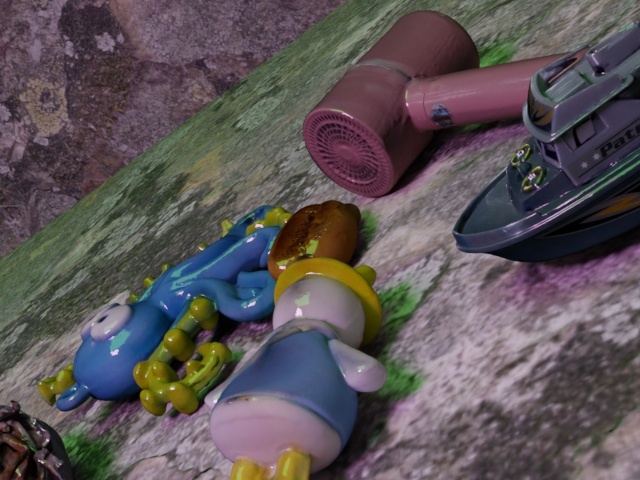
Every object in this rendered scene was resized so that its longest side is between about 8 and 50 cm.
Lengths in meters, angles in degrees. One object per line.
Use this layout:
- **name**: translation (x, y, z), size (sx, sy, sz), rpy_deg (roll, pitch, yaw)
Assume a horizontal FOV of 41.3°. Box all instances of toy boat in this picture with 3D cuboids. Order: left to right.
- **toy boat**: translation (0.212, -0.079, 0.568), size (0.296, 0.122, 0.114), rpy_deg (-34, 21, 17)

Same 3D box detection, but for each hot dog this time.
- **hot dog**: translation (-0.002, 0.001, 0.884), size (0.090, 0.060, 0.140), rpy_deg (-16, 34, 24)

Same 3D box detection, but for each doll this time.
- **doll**: translation (-0.174, 0.073, 0.982), size (0.341, 0.099, 0.346), rpy_deg (-49, 24, -19)
- **doll**: translation (-0.012, 0.094, 0.643), size (0.135, 0.099, 0.241), rpy_deg (-54, 6, 39)

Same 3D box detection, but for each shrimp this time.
- **shrimp**: translation (-0.292, 0.230, 0.796), size (0.116, 0.145, 0.343), rpy_deg (-47, 26, -12)

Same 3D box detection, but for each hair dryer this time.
- **hair dryer**: translation (0.162, -0.160, 0.891), size (0.352, 0.125, 0.210), rpy_deg (2, 43, 48)
